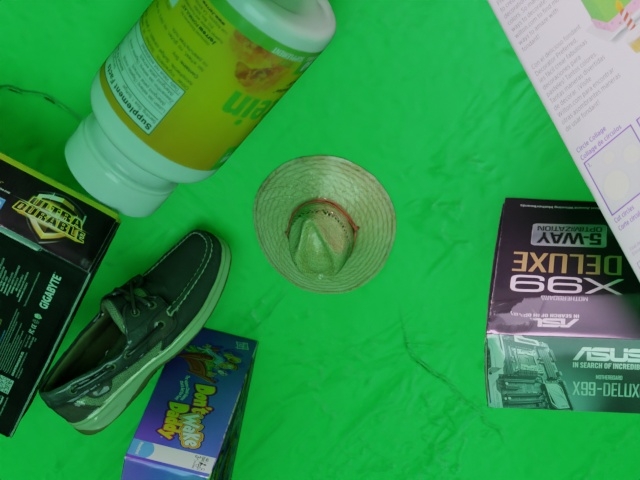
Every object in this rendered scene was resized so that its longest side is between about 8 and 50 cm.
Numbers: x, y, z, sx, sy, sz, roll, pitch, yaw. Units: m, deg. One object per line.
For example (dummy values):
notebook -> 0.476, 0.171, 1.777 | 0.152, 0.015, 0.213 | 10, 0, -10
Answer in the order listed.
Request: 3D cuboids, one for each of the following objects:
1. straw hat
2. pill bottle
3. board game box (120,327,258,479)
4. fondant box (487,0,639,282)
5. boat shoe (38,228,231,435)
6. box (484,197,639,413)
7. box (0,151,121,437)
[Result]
straw hat -> 0.000, 0.000, 1.641 | 0.144, 0.061, 0.144 | 4, 118, 8
pill bottle -> -0.111, -0.136, 1.545 | 0.136, 0.136, 0.246 | 38, 117, -10
board game box -> -0.145, 0.288, 1.719 | 0.078, 0.233, 0.347 | 14, 119, 3
fondant box -> 0.297, -0.132, 1.379 | 0.238, 0.096, 0.330 | -41, 61, 30
boat shoe -> -0.171, 0.077, 1.655 | 0.223, 0.080, 0.073 | -51, 132, 1
box -> 0.297, 0.054, 1.516 | 0.307, 0.242, 0.077 | 2, 118, 10
box -> -0.347, 0.029, 1.645 | 0.257, 0.079, 0.322 | 28, 141, -3
